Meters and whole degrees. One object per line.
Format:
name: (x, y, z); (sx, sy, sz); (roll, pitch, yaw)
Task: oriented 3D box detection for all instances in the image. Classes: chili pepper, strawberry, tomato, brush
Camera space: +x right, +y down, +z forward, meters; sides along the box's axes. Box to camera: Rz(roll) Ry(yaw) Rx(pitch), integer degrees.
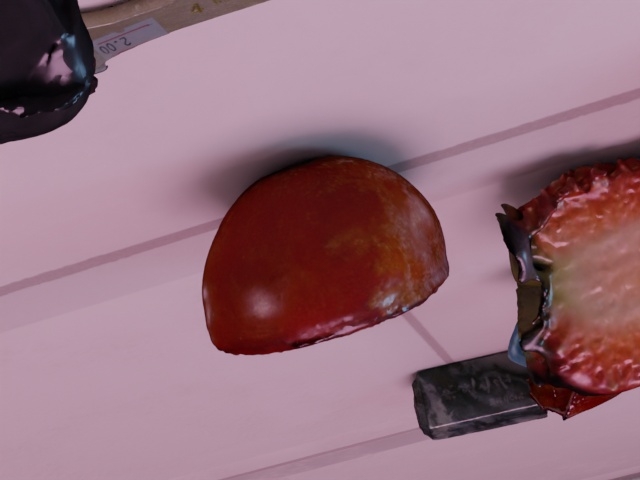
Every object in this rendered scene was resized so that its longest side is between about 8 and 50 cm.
chili pepper: (0.406, 0.143, 1.651); (0.252, 0.144, 0.136); (-13, -169, -17)
strawberry: (0.325, 0.018, 1.199); (0.306, 0.234, 0.138); (-15, -164, 0)
tomato: (0.000, 0.000, 1.051); (0.200, 0.140, 0.233); (-12, -167, 18)
brush: (-0.115, -0.143, 0.803); (0.336, 0.020, 0.085); (-18, 157, 14)

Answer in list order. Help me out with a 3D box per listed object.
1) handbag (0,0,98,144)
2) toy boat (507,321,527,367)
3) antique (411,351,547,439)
handbag: (-0.206, -0.147, 0.538); (0.181, 0.182, 0.254); (-12, 157, 0)
toy boat: (0.347, 0.052, 1.323); (0.331, 0.145, 0.133); (-32, 157, 28)
antique: (0.222, 0.219, 1.743); (0.182, 0.088, 0.086); (-14, 157, 4)
